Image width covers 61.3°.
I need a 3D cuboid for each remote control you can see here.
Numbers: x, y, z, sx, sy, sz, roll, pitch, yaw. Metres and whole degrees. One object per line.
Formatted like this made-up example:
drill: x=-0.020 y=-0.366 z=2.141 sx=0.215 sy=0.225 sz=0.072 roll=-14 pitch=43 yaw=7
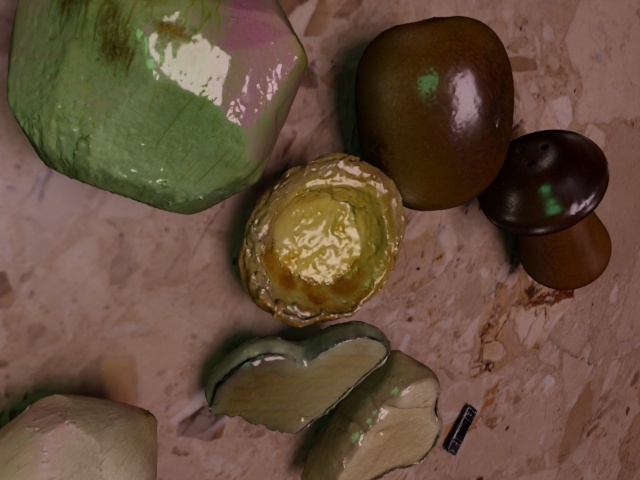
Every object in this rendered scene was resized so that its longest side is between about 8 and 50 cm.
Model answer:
remote control: x=0.262 y=0.353 z=1.010 sx=0.039 sy=0.014 sz=0.096 roll=43 pitch=73 yaw=-38

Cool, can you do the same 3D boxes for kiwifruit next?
kiwifruit: x=0.137 y=-0.147 z=0.659 sx=0.196 sy=0.196 sz=0.234 roll=-21 pitch=121 yaw=-33

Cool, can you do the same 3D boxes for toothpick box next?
toothpick box: x=0.380 y=-0.046 z=0.889 sx=0.192 sy=0.192 sz=0.294 roll=-56 pitch=134 yaw=-13

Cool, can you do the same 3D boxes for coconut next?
coconut: x=-0.121 y=-0.144 z=0.444 sx=0.204 sy=0.236 sz=0.236 roll=7 pitch=100 yaw=-75
coconut: x=-0.224 y=0.224 z=0.483 sx=0.183 sy=0.171 sz=0.171 roll=-36 pitch=122 yaw=-17

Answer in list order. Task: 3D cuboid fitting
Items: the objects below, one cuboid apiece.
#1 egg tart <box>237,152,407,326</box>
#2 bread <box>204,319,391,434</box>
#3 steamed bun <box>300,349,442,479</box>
egg tart: x=-0.002 y=0.000 z=0.636 sx=0.212 sy=0.090 sz=0.213 roll=-10 pitch=114 yaw=-23
bread: x=-0.026 y=0.170 z=0.671 sx=0.232 sy=0.064 sz=0.172 roll=-12 pitch=129 yaw=-15
steamed bun: x=0.089 y=0.245 z=0.778 sx=0.231 sy=0.110 sz=0.212 roll=2 pitch=118 yaw=-42
